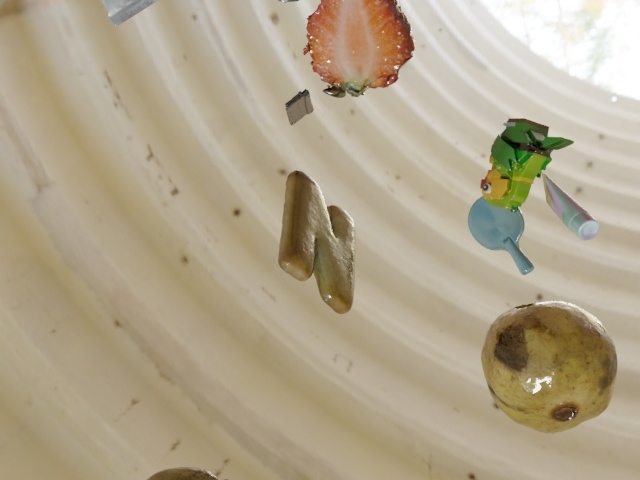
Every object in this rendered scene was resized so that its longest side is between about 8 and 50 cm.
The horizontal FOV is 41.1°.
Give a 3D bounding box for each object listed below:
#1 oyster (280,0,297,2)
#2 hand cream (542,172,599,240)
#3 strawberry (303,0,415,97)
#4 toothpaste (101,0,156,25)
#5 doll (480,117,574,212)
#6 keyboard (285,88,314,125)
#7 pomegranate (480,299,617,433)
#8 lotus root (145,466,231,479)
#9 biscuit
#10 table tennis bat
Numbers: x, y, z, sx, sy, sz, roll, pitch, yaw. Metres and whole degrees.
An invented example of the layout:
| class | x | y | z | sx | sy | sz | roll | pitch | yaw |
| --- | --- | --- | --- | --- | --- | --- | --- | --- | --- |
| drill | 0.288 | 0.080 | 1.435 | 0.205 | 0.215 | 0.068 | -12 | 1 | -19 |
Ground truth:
| class | x | y | z | sx | sy | sz | roll | pitch | yaw |
| --- | --- | --- | --- | --- | --- | --- | --- | --- | --- |
| oyster | -0.015 | -0.625 | 1.637 | 0.162 | 0.351 | 0.158 | 30 | -135 | 3 |
| hand cream | 0.477 | -0.062 | 1.659 | 0.047 | 0.076 | 0.174 | -22 | -143 | -4 |
| strawberry | 0.069 | -0.340 | 1.331 | 0.175 | 0.236 | 0.106 | 21 | -138 | -6 |
| toothpaste | -0.268 | -0.391 | 0.949 | 0.100 | 0.323 | 0.066 | -33 | 172 | -2 |
| doll | 0.375 | -0.143 | 1.613 | 0.106 | 0.186 | 0.134 | 8 | -150 | -40 |
| keyboard | -0.054 | -0.323 | 2.068 | 0.072 | 0.023 | 0.231 | -36 | 178 | 0 |
| pomegranate | 0.468 | 0.253 | 1.748 | 0.281 | 0.281 | 0.281 | -15 | -159 | 6 |
| lotus root | -0.262 | 0.496 | 1.621 | 0.214 | 0.138 | 0.138 | -22 | -160 | 5 |
| biscuit | 0.000 | 0.000 | 1.909 | 0.062 | 0.237 | 0.290 | -26 | -141 | 30 |
| table tennis bat | 0.487 | -0.015 | 2.256 | 0.149 | 0.237 | 0.038 | -37 | 173 | 28 |
